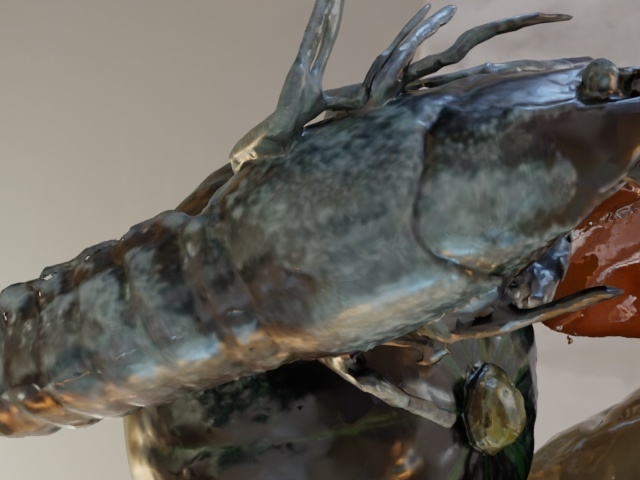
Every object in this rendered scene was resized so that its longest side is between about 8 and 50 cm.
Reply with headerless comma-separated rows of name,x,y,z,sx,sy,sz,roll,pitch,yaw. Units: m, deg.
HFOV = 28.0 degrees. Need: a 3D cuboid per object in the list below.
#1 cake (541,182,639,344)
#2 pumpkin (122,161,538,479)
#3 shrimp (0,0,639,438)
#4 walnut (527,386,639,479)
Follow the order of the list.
cake,0.249,0.015,0.935,0.135,0.287,0.098,-57,-140,22
pumpkin,0.021,0.095,0.812,0.238,0.315,0.315,-7,-109,36
shrimp,0.003,0.000,0.593,0.410,0.221,0.166,-25,-164,2
walnut,0.297,0.271,0.962,0.381,0.381,0.381,-12,-112,33
